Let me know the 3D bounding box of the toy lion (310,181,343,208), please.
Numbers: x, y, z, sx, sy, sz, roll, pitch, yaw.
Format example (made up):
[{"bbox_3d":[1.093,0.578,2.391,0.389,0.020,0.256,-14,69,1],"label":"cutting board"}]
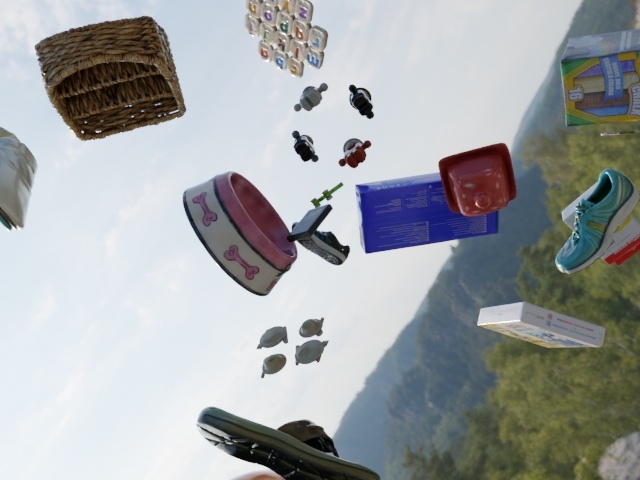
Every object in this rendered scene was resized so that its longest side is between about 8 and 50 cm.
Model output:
[{"bbox_3d":[0.026,-0.148,1.982,0.100,0.034,0.096,-32,7,46],"label":"toy lion"}]

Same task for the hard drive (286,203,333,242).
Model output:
[{"bbox_3d":[-0.031,-0.050,1.825,0.094,0.022,0.135,-14,28,44],"label":"hard drive"}]

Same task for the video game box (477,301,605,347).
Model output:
[{"bbox_3d":[0.467,0.185,1.357,0.205,0.187,0.048,136,153,-75],"label":"video game box"}]

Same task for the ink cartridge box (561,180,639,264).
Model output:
[{"bbox_3d":[0.797,-0.032,1.738,0.134,0.231,0.078,-46,4,27],"label":"ink cartridge box"}]

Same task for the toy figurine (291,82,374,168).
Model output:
[{"bbox_3d":[0.032,-0.299,1.631,0.148,0.209,0.213,-89,3,-69],"label":"toy figurine"}]

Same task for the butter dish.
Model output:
[{"bbox_3d":[0.358,-0.115,1.413,0.118,0.160,0.160,-84,-24,-53],"label":"butter dish"}]

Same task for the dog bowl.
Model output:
[{"bbox_3d":[-0.227,-0.037,1.929,0.150,0.408,0.408,-36,-10,12],"label":"dog bowl"}]

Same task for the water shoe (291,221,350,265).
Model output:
[{"bbox_3d":[0.000,0.000,1.999,0.080,0.203,0.073,-53,0,-39],"label":"water shoe"}]

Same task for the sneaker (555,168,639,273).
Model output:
[{"bbox_3d":[0.641,-0.047,1.511,0.275,0.110,0.107,-57,24,-2],"label":"sneaker"}]

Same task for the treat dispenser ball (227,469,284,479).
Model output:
[{"bbox_3d":[-0.103,0.572,1.153,0.288,0.288,0.288,-54,-15,-22],"label":"treat dispenser ball"}]

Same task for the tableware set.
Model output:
[{"bbox_3d":[-0.059,0.217,1.307,0.141,0.168,0.020,-85,-27,-55],"label":"tableware set"}]

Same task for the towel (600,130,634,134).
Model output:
[{"bbox_3d":[0.912,-0.330,1.941,0.083,0.060,0.009,-159,65,-70],"label":"towel"}]

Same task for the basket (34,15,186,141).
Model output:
[{"bbox_3d":[-0.500,-0.384,1.516,0.213,0.299,0.223,-77,-26,-88],"label":"basket"}]

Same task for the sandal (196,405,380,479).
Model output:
[{"bbox_3d":[-0.040,0.311,0.969,0.120,0.302,0.086,-57,8,47],"label":"sandal"}]

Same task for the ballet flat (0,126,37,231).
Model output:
[{"bbox_3d":[-0.589,-0.145,1.129,0.139,0.400,0.139,-24,-52,-36],"label":"ballet flat"}]

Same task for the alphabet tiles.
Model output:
[{"bbox_3d":[-0.106,-0.627,1.893,0.021,0.284,0.278,-52,-14,-33],"label":"alphabet tiles"}]

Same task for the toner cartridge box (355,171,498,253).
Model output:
[{"bbox_3d":[0.267,-0.078,1.580,0.075,0.347,0.165,-110,13,-66],"label":"toner cartridge box"}]

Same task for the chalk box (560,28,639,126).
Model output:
[{"bbox_3d":[0.559,-0.300,1.147,0.132,0.213,0.132,-53,-45,-46],"label":"chalk box"}]
